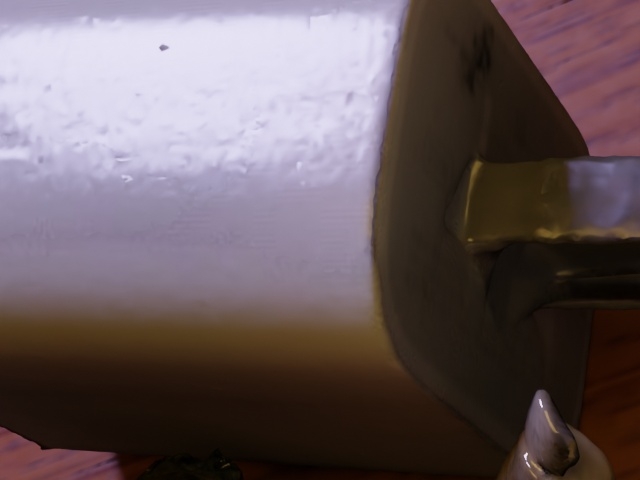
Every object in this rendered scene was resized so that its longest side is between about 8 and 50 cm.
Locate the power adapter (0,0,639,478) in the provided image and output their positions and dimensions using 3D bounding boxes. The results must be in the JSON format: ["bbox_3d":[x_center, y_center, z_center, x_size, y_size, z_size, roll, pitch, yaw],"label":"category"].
[{"bbox_3d":[0.000,0.000,0.542,0.255,0.187,0.124,1,71,25],"label":"power adapter"}]

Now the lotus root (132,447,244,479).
[{"bbox_3d":[-0.093,0.151,0.561,0.120,0.120,0.209,36,92,32],"label":"lotus root"}]

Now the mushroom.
[{"bbox_3d":[0.035,0.087,0.514,0.060,0.187,0.061,34,52,-7],"label":"mushroom"}]
